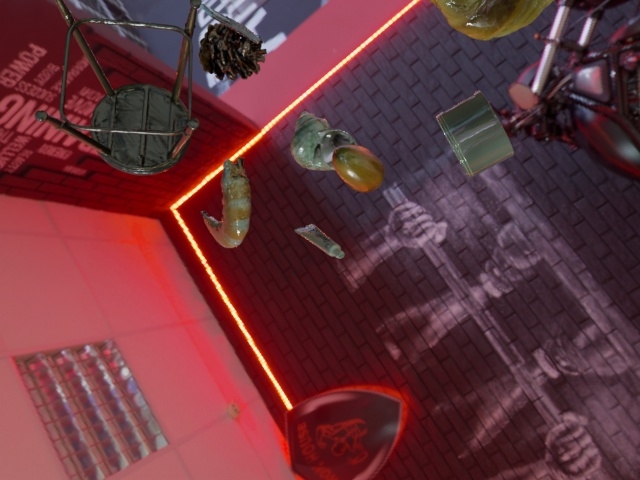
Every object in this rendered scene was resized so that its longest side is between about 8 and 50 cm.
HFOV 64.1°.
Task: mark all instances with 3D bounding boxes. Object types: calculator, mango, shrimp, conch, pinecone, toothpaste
[{"bbox_3d":[-0.210,-0.515,1.219,0.057,0.018,0.172,46,-158,25],"label":"calculator"},{"bbox_3d":[0.113,-0.212,1.499,0.151,0.120,0.221,40,-169,14],"label":"mango"},{"bbox_3d":[-0.241,-0.071,1.340,0.068,0.287,0.185,-8,-113,-29],"label":"shrimp"},{"bbox_3d":[-0.002,-0.347,1.827,0.195,0.220,0.277,-13,-114,-50],"label":"conch"},{"bbox_3d":[-0.281,-0.596,1.628,0.204,0.184,0.179,30,-172,16],"label":"pinecone"},{"bbox_3d":[0.000,0.000,1.535,0.255,0.067,0.037,37,143,56],"label":"toothpaste"}]

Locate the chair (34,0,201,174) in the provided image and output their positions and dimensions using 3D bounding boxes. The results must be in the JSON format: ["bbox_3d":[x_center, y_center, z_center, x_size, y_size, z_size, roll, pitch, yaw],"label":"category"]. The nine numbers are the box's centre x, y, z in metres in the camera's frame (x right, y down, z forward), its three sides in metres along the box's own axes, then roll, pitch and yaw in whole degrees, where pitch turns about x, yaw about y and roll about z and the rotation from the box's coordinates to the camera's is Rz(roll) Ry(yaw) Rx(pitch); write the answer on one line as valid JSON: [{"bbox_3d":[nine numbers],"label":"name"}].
[{"bbox_3d":[-0.509,-0.389,1.404,0.410,0.361,0.365,128,140,-71],"label":"chair"}]

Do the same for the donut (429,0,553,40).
[{"bbox_3d":[0.337,-0.574,0.967,0.360,0.360,0.170,48,-165,-21],"label":"donut"}]

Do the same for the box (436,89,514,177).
[{"bbox_3d":[0.473,-0.325,1.574,0.226,0.149,0.226,53,-161,-27],"label":"box"}]
